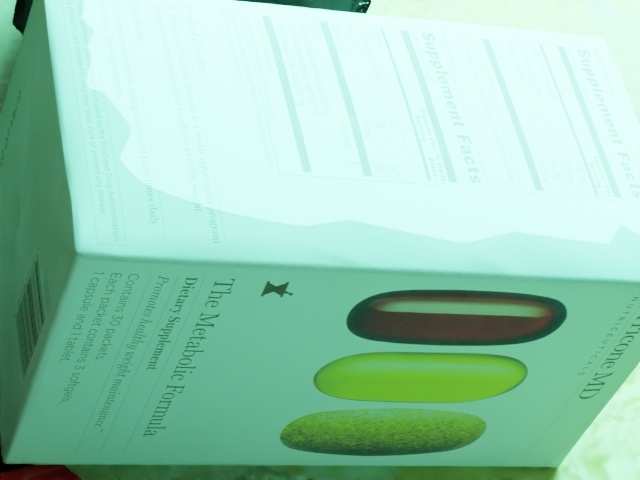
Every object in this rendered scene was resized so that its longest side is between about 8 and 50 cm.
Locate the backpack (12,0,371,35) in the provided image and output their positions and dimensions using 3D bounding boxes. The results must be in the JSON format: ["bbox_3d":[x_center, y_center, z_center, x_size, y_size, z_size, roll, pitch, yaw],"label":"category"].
[{"bbox_3d":[-0.056,-0.115,0.862,0.158,0.117,0.173,6,21,-3],"label":"backpack"}]

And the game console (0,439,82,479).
[{"bbox_3d":[-0.198,0.134,0.577,0.342,0.060,0.386,37,23,26],"label":"game console"}]

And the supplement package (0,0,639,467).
[{"bbox_3d":[0.000,0.000,0.734,0.244,0.139,0.134,3,51,-21],"label":"supplement package"}]
